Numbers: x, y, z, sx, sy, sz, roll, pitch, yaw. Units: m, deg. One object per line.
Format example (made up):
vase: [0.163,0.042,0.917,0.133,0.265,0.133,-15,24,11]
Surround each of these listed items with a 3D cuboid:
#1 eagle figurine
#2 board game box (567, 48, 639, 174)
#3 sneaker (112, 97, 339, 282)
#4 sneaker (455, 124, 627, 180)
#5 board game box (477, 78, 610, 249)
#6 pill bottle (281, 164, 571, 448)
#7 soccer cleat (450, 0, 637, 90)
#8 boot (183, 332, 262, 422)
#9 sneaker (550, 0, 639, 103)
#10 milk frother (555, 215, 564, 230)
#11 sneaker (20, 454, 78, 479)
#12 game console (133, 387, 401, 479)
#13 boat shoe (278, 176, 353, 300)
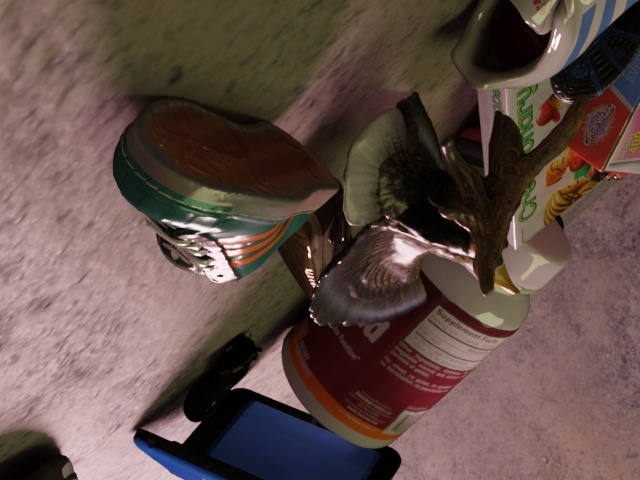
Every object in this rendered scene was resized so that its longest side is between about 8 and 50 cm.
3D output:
eagle figurine: [0.097,-0.021,1.074,0.226,0.225,0.298,-19,-172,-20]
board game box: [0.452,-0.187,1.322,0.316,0.064,0.242,3,120,-40]
sneaker: [-0.077,-0.020,0.827,0.121,0.108,0.302,-48,168,12]
sneaker: [0.293,-0.153,1.493,0.313,0.116,0.136,-4,108,-41]
board game box: [0.267,-0.147,1.299,0.193,0.053,0.305,-37,144,-16]
pill bottle: [0.144,0.089,1.589,0.392,0.224,0.224,-47,166,25]
soccer cleat: [0.238,-0.245,0.980,0.143,0.116,0.331,-27,161,-49]
boot: [-0.129,0.178,1.495,0.121,0.045,0.099,-43,172,-24]
sneaker: [0.286,-0.232,1.136,0.081,0.080,0.211,2,111,-85]
milk frother: [0.316,-0.055,1.932,0.143,0.129,0.134,-17,143,31]
sneaker: [-0.301,0.427,1.335,0.169,0.257,0.447,-33,165,-33]
game console: [-0.065,0.283,1.565,0.173,0.293,0.250,-64,158,-19]
boat shoe: [-0.001,-0.001,1.187,0.073,0.080,0.223,-34,162,-10]
